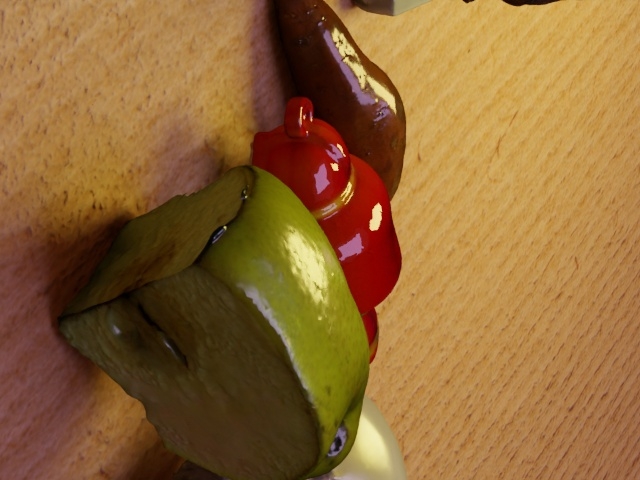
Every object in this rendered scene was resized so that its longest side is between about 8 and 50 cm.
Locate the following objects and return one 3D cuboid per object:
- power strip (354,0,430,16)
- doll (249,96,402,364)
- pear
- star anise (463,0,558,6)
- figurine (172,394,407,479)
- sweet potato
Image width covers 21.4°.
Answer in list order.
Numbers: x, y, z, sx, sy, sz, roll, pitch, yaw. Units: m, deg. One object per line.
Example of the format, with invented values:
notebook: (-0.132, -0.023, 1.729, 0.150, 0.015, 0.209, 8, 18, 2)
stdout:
power strip: (0.137, -0.336, 1.939, 0.338, 0.058, 0.098, -32, 130, -52)
doll: (-0.001, 0.000, 1.743, 0.182, 0.160, 0.363, -69, 157, -43)
pear: (-0.054, 0.087, 1.519, 0.282, 0.286, 0.176, 50, 52, -14)
star anise: (0.161, -0.328, 1.746, 0.315, 0.315, 0.108, -37, 148, -49)
figurine: (-0.109, 0.284, 1.682, 0.394, 0.274, 0.226, -22, 81, -33)
sweet potato: (0.036, -0.135, 1.800, 0.112, 0.112, 0.359, -56, 146, -31)
